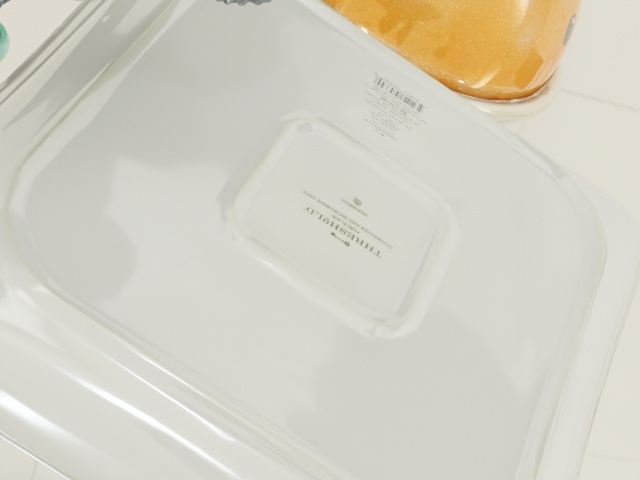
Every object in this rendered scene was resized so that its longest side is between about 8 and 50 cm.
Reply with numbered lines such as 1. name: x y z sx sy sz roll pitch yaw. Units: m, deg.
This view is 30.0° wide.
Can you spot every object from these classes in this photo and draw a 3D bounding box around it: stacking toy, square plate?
1. stacking toy: 0.169 -0.360 0.975 0.350 0.350 0.480 16 132 -27
2. square plate: 0.000 0.000 0.579 0.347 0.344 0.049 34 136 -3

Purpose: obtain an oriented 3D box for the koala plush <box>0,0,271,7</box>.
1. koala plush: -0.116 -0.139 0.413 0.221 0.203 0.196 -33 148 -30

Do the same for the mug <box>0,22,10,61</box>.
1. mug: -0.346 -0.134 0.996 0.097 0.158 0.129 36 112 4
